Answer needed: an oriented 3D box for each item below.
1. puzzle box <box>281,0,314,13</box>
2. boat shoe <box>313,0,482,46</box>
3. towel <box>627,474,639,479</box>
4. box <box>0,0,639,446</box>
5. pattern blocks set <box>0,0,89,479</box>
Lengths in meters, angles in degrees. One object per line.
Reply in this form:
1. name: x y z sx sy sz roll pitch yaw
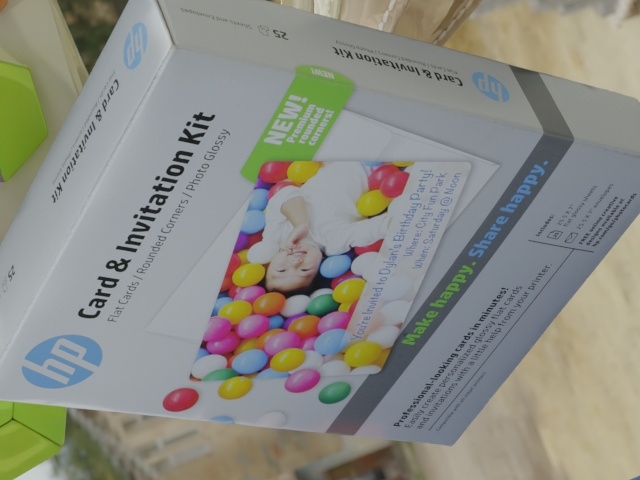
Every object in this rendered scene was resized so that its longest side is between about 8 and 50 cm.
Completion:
1. puzzle box: 0.005 -0.144 1.056 0.272 0.052 0.409 -83 -5 -72
2. boat shoe: 0.110 -0.182 0.745 0.110 0.121 0.341 47 132 13
3. towel: 0.133 0.125 0.502 0.040 0.243 0.336 61 -167 -12
4. box: 0.000 0.000 0.545 0.145 0.186 0.038 -56 38 32
5. pattern blocks set: -0.160 -0.040 0.530 0.285 0.325 0.026 60 163 -22
